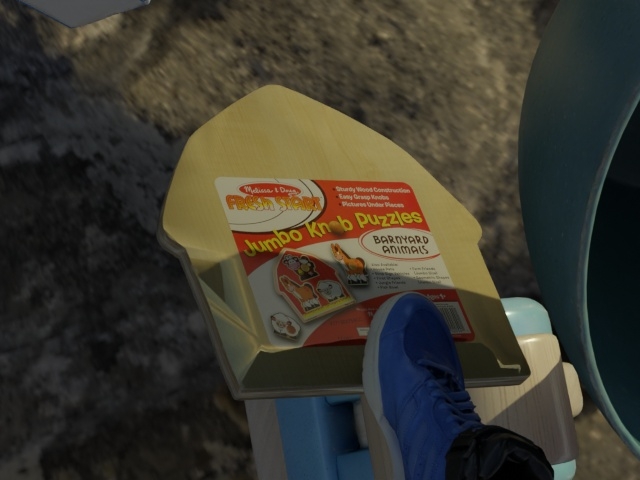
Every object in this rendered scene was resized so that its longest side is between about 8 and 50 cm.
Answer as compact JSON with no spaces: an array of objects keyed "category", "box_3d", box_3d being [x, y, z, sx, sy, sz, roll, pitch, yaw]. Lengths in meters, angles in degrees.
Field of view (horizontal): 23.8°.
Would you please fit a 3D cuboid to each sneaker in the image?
[{"category":"sneaker","box_3d":[0.065,0.086,0.677,0.058,0.084,0.152,16,60,-33]}]

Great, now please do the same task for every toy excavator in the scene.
[{"category":"toy excavator","box_3d":[0.096,0.125,1.158,0.433,0.445,0.222,-2,78,-44]}]

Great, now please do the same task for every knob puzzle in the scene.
[{"category":"knob puzzle","box_3d":[0.000,0.000,0.794,0.213,0.213,0.030,12,138,-21]}]

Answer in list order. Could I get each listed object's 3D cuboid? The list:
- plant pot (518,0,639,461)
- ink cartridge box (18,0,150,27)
[{"category":"plant pot","box_3d":[0.205,-0.050,0.676,0.290,0.195,0.290,-8,117,-15]},{"category":"ink cartridge box","box_3d":[-0.100,-0.177,0.637,0.092,0.090,0.143,26,77,-26]}]
